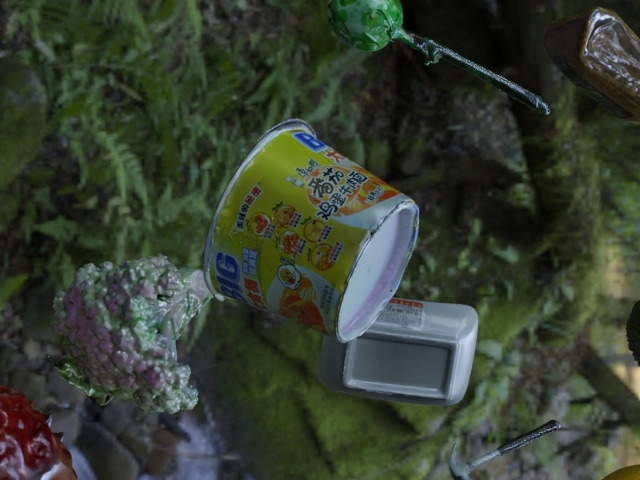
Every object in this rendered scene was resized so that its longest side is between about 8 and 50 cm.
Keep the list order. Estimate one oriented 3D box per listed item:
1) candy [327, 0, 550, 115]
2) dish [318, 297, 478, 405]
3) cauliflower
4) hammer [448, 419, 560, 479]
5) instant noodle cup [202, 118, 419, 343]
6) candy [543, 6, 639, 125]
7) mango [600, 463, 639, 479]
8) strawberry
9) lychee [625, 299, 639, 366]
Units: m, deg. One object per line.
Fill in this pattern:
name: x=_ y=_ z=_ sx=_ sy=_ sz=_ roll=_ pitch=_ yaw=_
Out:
candy: x=0.156 y=-0.242 z=1.463 sx=0.097 sy=0.323 sz=0.097 roll=-62 pitch=180 yaw=1
dish: x=0.108 y=0.158 z=1.550 sx=0.077 sy=0.212 sz=0.151 roll=-85 pitch=-177 yaw=-73
cauliflower: x=-0.241 y=0.106 z=1.592 sx=0.315 sy=0.256 sz=0.239 roll=-34 pitch=121 yaw=-38
hammer: x=0.364 y=0.409 z=2.233 sx=0.246 sy=0.103 sz=0.029 roll=-24 pitch=135 yaw=-17
instant noodle cup: x=0.000 y=0.000 z=1.138 sx=0.205 sy=0.153 sz=0.205 roll=-51 pitch=158 yaw=-30
candy: x=0.449 y=-0.241 z=1.662 sx=0.271 sy=0.143 sz=0.101 roll=36 pitch=78 yaw=-19
mango: x=0.550 y=0.465 z=1.899 sx=0.119 sy=0.316 sz=0.176 roll=86 pitch=-22 yaw=-61
strawberry: x=-0.515 y=0.394 z=1.566 sx=0.295 sy=0.317 sz=0.345 roll=45 pitch=40 yaw=-3
lychee: x=0.508 y=0.126 z=1.556 sx=0.171 sy=0.171 sz=0.171 roll=5 pitch=84 yaw=-61
